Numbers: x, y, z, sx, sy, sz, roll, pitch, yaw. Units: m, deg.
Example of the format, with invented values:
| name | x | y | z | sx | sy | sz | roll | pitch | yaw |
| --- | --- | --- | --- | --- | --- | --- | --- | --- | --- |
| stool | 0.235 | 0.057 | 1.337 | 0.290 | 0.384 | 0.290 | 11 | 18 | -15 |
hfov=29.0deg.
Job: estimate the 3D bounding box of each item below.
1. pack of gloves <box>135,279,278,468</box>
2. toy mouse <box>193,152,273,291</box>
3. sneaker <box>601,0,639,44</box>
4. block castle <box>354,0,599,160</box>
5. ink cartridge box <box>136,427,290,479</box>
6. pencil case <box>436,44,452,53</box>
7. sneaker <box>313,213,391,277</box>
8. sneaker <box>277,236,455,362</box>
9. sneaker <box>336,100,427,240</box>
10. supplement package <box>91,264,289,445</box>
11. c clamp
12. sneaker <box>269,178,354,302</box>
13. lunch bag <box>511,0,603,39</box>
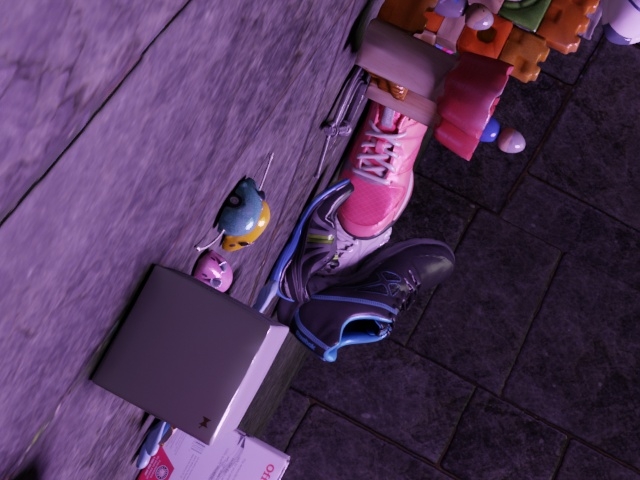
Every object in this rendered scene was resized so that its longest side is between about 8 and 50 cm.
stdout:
| name | x | y | z | sx | sy | sz | roll | pitch | yaw |
| --- | --- | --- | --- | --- | --- | --- | --- | --- | --- |
| pack of gloves | -0.138 | 0.141 | 1.379 | 0.232 | 0.046 | 0.195 | -54 | -177 | -40 |
| toy mouse | -0.081 | 0.001 | 1.127 | 0.161 | 0.031 | 0.143 | -63 | 175 | 11 |
| sneaker | 0.365 | -0.297 | 1.378 | 0.091 | 0.094 | 0.258 | -46 | 179 | 41 |
| block castle | 0.227 | -0.322 | 1.397 | 0.453 | 0.213 | 0.303 | -64 | 175 | -1 |
| ink cartridge box | -0.126 | 0.274 | 1.486 | 0.109 | 0.151 | 0.063 | -61 | 175 | -3 |
| pencil case | 0.167 | -0.304 | 1.675 | 0.104 | 0.104 | 0.236 | -63 | 173 | 18 |
| sneaker | 0.035 | 0.022 | 2.108 | 0.118 | 0.110 | 0.292 | -44 | 163 | -42 |
| sneaker | 0.099 | 0.105 | 2.067 | 0.341 | 0.139 | 0.125 | -23 | 140 | -26 |
| sneaker | 0.093 | -0.156 | 1.791 | 0.136 | 0.116 | 0.313 | 39 | 72 | -75 |
| supplement package | -0.099 | 0.092 | 1.012 | 0.105 | 0.105 | 0.179 | -61 | 176 | -2 |
| c clamp | 0.027 | -0.152 | 1.491 | 0.160 | 0.022 | 0.137 | -45 | 156 | -74 |
| sneaker | 0.000 | 0.000 | 1.701 | 0.188 | 0.078 | 0.067 | -63 | 175 | 6 |
| lunch bag | 0.349 | -0.465 | 1.792 | 0.287 | 0.235 | 0.169 | 109 | 4 | -55 |
